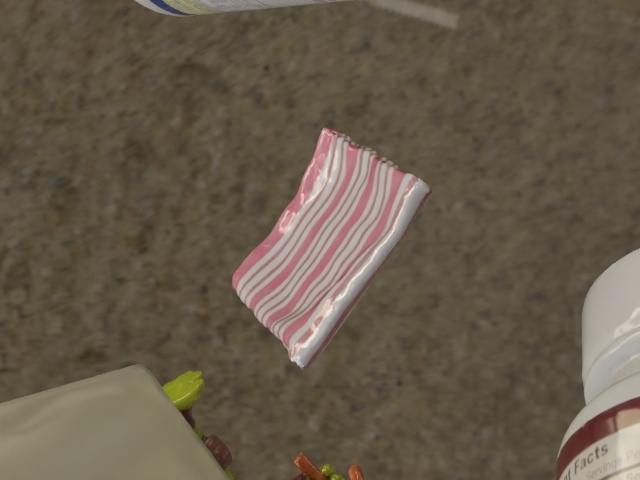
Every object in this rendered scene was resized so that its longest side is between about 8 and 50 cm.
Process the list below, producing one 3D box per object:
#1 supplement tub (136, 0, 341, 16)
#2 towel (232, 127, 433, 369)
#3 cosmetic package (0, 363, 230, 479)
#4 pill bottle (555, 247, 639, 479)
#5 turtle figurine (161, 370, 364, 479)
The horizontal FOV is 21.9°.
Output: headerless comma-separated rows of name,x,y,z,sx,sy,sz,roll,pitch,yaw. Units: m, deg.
supplement tub,-0.031,-0.332,1.509,0.235,0.325,0.235,0,90,-55
towel,0.000,0.000,1.121,0.029,0.197,0.144,32,93,-19
cosmetic package,-0.174,0.169,0.622,0.296,0.153,0.129,-15,54,-41
pill bottle,0.245,0.204,0.938,0.224,0.224,0.392,21,53,-22
turtle figurine,-0.055,0.201,1.177,0.217,0.087,0.269,56,33,-21
